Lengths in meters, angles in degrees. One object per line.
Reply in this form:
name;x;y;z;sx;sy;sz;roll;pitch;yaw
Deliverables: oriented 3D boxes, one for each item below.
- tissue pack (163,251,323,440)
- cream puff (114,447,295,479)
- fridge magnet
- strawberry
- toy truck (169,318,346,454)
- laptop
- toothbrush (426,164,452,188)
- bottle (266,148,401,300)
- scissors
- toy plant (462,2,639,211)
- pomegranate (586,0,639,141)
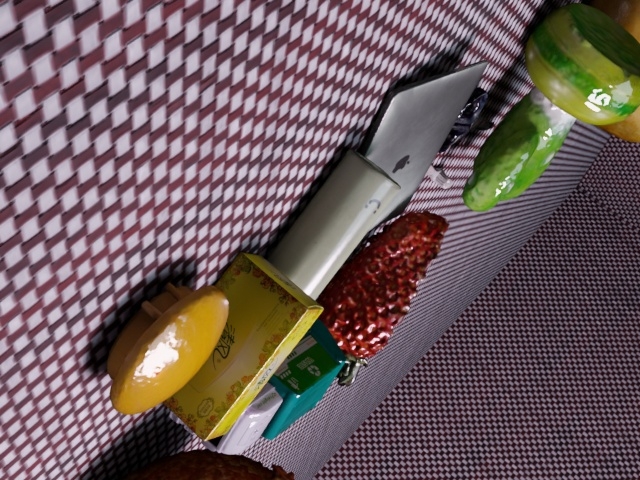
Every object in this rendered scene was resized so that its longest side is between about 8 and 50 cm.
tissue pack;-0.091;0.108;0.920;0.176;0.095;0.062;-52;164;7
cream puff;-0.172;0.388;1.102;0.351;0.228;0.350;-23;141;-20
fridge magnet;-0.140;0.097;0.810;0.143;0.063;0.143;-48;165;-17
strawberry;0.060;0.068;1.235;0.286;0.106;0.188;-60;-168;15
toy truck;-0.068;0.166;1.088;0.114;0.124;0.253;-60;165;26
laptop;0.094;-0.097;1.079;0.188;0.015;0.269;-25;152;-41
toothbrush;0.151;-0.100;1.257;0.025;0.029;0.307;-49;166;10
bottle;0.000;0.000;0.970;0.201;0.072;0.072;-53;165;9
scissors;0.224;-0.172;1.316;0.109;0.022;0.300;-51;166;17
toy plant;0.327;-0.183;1.324;0.316;0.184;0.224;-52;179;35
pomegranate;0.568;-0.307;1.433;0.332;0.332;0.332;-46;165;-16
